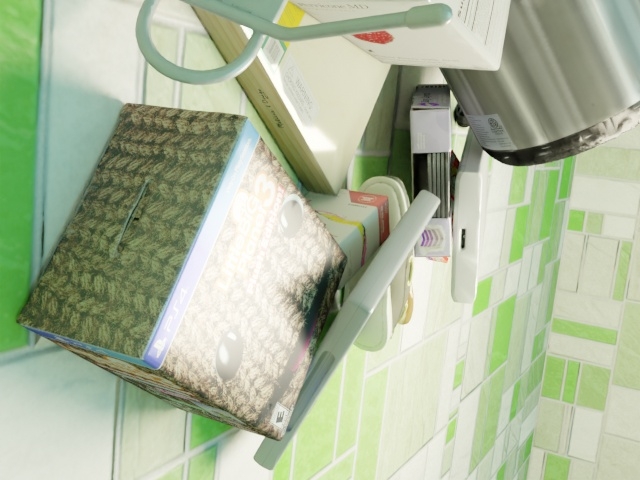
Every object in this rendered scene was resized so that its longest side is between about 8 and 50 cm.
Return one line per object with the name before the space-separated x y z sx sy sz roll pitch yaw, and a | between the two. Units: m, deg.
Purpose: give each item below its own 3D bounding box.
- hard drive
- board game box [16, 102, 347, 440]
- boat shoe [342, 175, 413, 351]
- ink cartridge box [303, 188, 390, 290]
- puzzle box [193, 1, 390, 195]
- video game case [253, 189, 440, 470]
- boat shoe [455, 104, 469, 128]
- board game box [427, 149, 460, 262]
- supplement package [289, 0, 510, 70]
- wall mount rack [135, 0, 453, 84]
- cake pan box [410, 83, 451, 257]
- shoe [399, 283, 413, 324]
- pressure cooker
hard drive | 0.279 -0.065 1.408 0.353 0.047 0.233 -56 147 -64
board game box | -0.113 0.043 0.773 0.291 0.141 0.232 52 54 -57
boat shoe | 0.096 0.030 1.220 0.091 0.109 0.305 -39 139 -53
ink cartridge box | 0.000 0.000 1.006 0.198 0.115 0.067 -44 137 -50
puzzle box | -0.016 -0.278 0.945 0.272 0.052 0.409 -67 150 -23
video game case | 0.042 0.111 1.028 0.300 0.036 0.329 -62 174 33
boat shoe | 0.320 -0.296 1.599 0.133 0.049 0.042 -62 157 -23
board game box | 0.238 -0.067 1.525 0.147 0.045 0.193 35 68 -61
supplement package | 0.110 -0.327 0.919 0.293 0.178 0.175 6 94 -63
wall mount rack | -0.014 -0.288 0.674 0.130 0.304 0.350 107 4 -68
cake pan box | 0.188 -0.125 1.287 0.267 0.070 0.245 -63 150 -69
shoe | 0.134 0.060 1.368 0.076 0.058 0.219 -96 -178 -57
pressure cooker | 0.340 -0.374 1.200 0.420 0.370 0.375 57 38 -18
